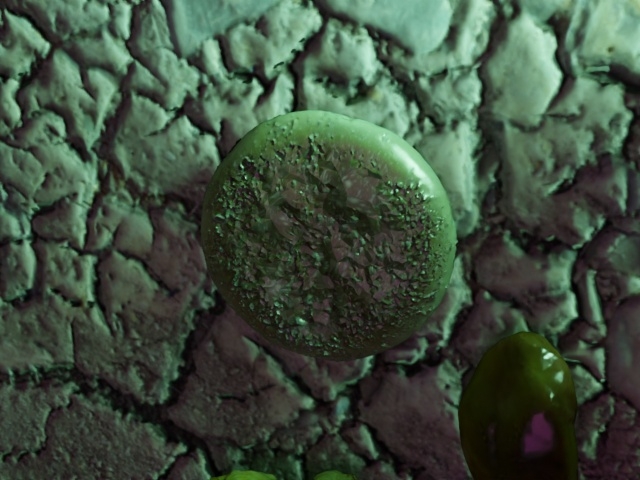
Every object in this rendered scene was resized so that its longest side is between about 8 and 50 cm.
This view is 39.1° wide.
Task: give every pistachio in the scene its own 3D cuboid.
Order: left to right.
[{"bbox_3d":[0.186,0.182,0.852,0.110,0.100,0.189,-2,106,12],"label":"pistachio"}]

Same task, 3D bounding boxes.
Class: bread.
[{"bbox_3d":[0.000,0.000,0.889,0.267,0.040,0.266,4,106,15],"label":"bread"}]

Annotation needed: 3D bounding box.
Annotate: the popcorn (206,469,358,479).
[{"bbox_3d":[-0.049,0.323,0.926,0.195,0.173,0.168,-6,71,17],"label":"popcorn"}]
